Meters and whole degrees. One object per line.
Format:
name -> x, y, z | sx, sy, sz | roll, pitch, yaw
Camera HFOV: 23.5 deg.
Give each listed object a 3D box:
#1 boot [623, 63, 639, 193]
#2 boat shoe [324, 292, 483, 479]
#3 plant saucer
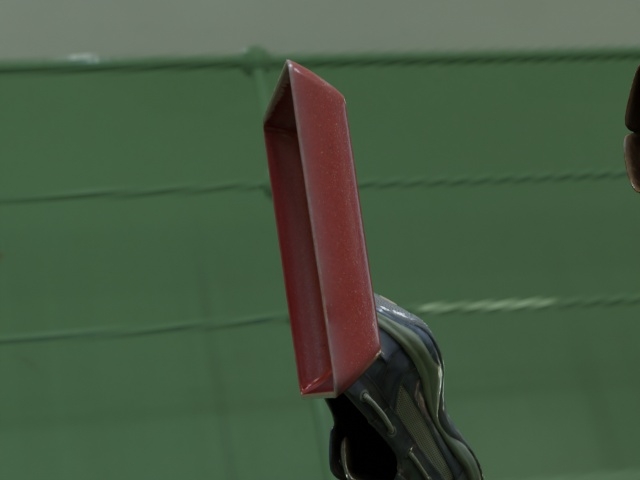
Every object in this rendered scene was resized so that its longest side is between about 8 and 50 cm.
boot -> 0.394, -0.040, 1.493 | 0.220, 0.284, 0.109 | 3, -5, -41
boat shoe -> 0.067, 0.211, 1.590 | 0.130, 0.132, 0.355 | -41, -49, -24
plant saucer -> 0.000, 0.000, 1.269 | 0.047, 0.259, 0.259 | -7, -5, -8
